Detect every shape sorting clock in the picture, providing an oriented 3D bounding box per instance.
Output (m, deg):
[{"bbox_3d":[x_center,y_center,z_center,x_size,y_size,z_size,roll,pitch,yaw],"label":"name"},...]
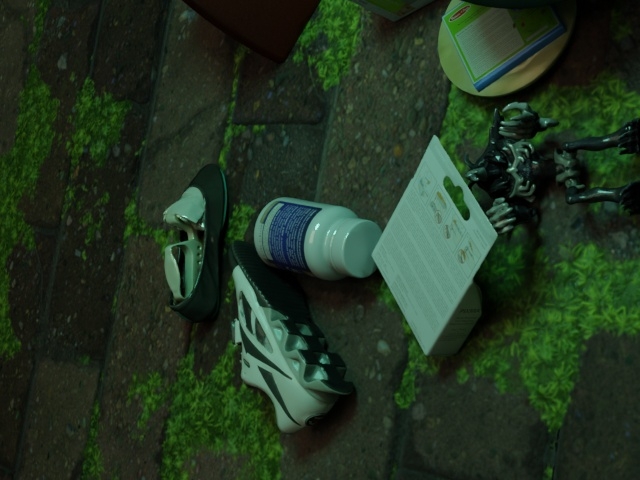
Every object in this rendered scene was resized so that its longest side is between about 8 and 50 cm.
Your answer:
[{"bbox_3d":[0.249,-0.289,1.504,0.206,0.040,0.206,-11,72,35],"label":"shape sorting clock"}]

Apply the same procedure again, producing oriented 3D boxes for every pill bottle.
[{"bbox_3d":[0.000,0.000,1.640,0.186,0.112,0.112,12,88,48],"label":"pill bottle"}]

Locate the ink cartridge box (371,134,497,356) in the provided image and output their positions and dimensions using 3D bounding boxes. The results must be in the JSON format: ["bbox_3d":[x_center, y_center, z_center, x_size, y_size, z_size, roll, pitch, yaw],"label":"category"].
[{"bbox_3d":[0.162,0.010,1.460,0.232,0.066,0.189,-61,42,38],"label":"ink cartridge box"}]

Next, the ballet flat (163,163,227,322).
[{"bbox_3d":[-0.212,-0.004,1.875,0.095,0.096,0.280,-16,68,44],"label":"ballet flat"}]

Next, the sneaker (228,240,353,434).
[{"bbox_3d":[-0.085,0.144,1.685,0.146,0.122,0.330,-49,49,24],"label":"sneaker"}]

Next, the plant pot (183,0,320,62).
[{"bbox_3d":[-0.149,-0.480,1.796,0.267,0.236,0.267,45,113,30],"label":"plant pot"}]

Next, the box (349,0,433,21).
[{"bbox_3d":[0.141,-0.413,1.598,0.203,0.114,0.103,-21,66,41],"label":"box"}]

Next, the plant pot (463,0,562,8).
[{"bbox_3d":[0.268,-0.401,1.364,0.290,0.195,0.290,-24,57,43],"label":"plant pot"}]

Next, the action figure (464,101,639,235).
[{"bbox_3d":[0.262,-0.090,1.370,0.275,0.141,0.164,-1,90,45],"label":"action figure"}]
